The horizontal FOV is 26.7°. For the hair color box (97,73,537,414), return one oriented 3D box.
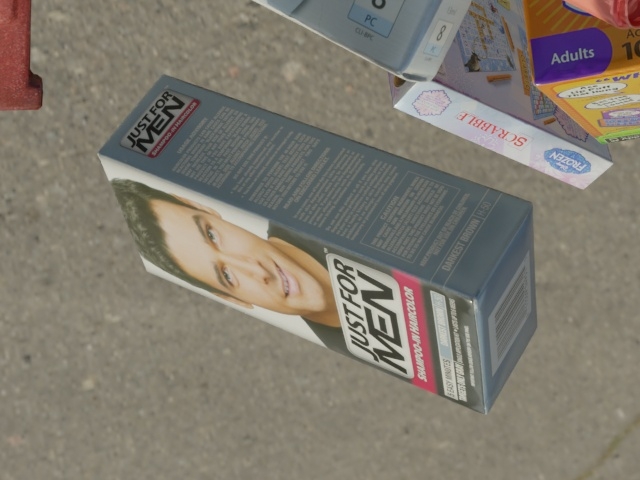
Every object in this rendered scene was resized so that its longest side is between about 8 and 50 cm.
[{"bbox_3d":[0.000,0.000,1.205,0.114,0.374,0.185,-55,152,-28],"label":"hair color box"}]

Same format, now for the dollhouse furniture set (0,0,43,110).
[{"bbox_3d":[-0.203,-0.243,0.561,0.152,0.201,0.374,-8,142,-20],"label":"dollhouse furniture set"}]

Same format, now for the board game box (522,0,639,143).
[{"bbox_3d":[0.418,-0.329,1.434,0.356,0.356,0.356,-8,172,21],"label":"board game box"}]

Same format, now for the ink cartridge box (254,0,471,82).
[{"bbox_3d":[0.053,-0.394,1.340,0.091,0.308,0.385,-2,120,-60],"label":"ink cartridge box"}]

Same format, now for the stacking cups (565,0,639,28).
[{"bbox_3d":[0.063,-0.213,0.750,0.096,0.316,0.096,-39,149,-29],"label":"stacking cups"}]

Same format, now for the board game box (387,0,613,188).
[{"bbox_3d":[0.221,-0.250,1.789,0.318,0.319,0.066,20,134,-28],"label":"board game box"}]
